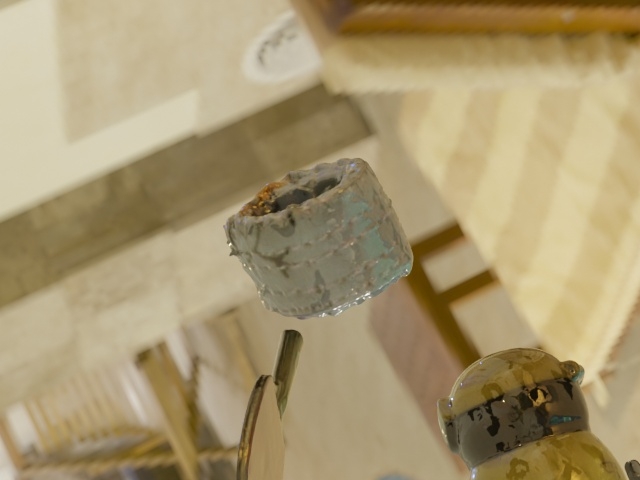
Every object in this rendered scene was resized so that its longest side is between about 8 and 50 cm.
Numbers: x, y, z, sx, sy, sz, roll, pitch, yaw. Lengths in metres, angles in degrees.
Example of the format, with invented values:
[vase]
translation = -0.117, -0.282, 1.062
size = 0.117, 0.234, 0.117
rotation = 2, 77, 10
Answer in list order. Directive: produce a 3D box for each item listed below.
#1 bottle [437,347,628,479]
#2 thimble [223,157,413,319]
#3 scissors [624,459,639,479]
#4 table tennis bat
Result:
[bottle]
translation = 0.231, 0.277, 1.860
size = 0.171, 0.172, 0.351
rotation = 106, 148, -68
[thimble]
translation = 0.001, 0.001, 1.711
size = 0.151, 0.127, 0.117
rotation = -8, 116, 46
[scissors]
translation = 0.302, 0.249, 1.673
size = 0.039, 0.012, 0.113
rotation = -27, 85, 38
[table tennis bat]
translation = -0.046, 0.169, 1.643
size = 0.246, 0.022, 0.138
rotation = -75, -17, -51
